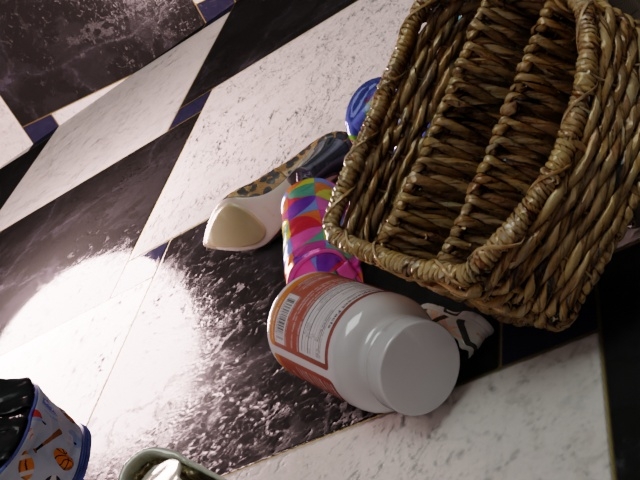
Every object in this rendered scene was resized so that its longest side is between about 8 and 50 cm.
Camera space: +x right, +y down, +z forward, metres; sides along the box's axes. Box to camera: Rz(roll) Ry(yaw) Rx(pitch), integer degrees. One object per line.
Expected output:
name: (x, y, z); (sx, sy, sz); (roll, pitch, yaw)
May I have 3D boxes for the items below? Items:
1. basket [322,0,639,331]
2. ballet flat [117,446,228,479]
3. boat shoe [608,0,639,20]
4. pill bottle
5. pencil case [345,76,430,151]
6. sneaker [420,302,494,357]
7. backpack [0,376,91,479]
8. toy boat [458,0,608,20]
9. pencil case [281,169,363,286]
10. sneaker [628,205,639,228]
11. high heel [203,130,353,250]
basket: (0.163, -0.089, 0.958); (0.299, 0.223, 0.213); (-65, 11, -3)
ballet flat: (-0.078, 0.269, 0.908); (0.139, 0.139, 0.400); (-48, 26, -20)
boat shoe: (0.286, -0.290, 1.407); (0.324, 0.123, 0.116); (-13, 33, 42)
pill bottle: (0.043, 0.105, 1.063); (0.121, 0.121, 0.216); (-46, 26, -15)
pencil case: (0.142, -0.139, 1.347); (0.133, 0.119, 0.306); (-64, 27, 0)
sneaker: (0.125, 0.093, 1.066); (0.044, 0.040, 0.109); (-53, 27, -21)
backpack: (-0.392, 0.302, 1.229); (0.263, 0.213, 0.276); (-40, 29, 18)
toy boat: (0.292, -0.249, 1.215); (0.318, 0.267, 0.148); (21, 39, 31)
pencil case: (0.000, 0.000, 1.334); (0.104, 0.104, 0.236); (-33, 26, 14)
sneaker: (0.304, -0.064, 1.080); (0.071, 0.066, 0.188); (-24, 28, -8)
high heel: (-0.056, -0.072, 1.583); (0.261, 0.093, 0.186); (-31, 6, 37)
